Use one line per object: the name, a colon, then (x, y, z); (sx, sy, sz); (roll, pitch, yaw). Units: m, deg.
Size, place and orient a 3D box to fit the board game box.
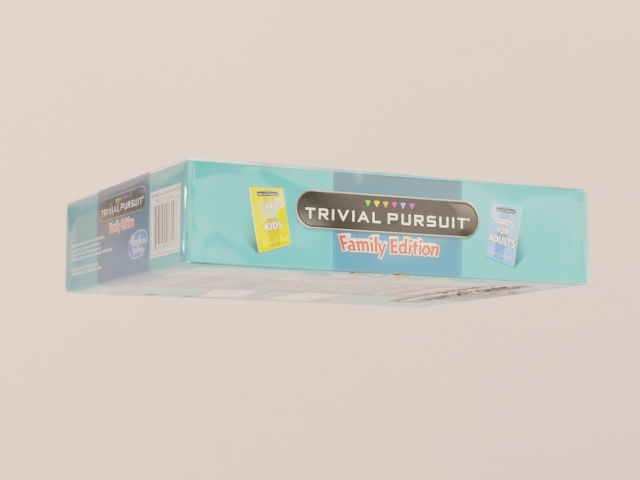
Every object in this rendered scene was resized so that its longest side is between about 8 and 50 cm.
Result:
board game box: (0.000, 0.000, 1.436); (0.336, 0.079, 0.253); (3, -7, -27)
